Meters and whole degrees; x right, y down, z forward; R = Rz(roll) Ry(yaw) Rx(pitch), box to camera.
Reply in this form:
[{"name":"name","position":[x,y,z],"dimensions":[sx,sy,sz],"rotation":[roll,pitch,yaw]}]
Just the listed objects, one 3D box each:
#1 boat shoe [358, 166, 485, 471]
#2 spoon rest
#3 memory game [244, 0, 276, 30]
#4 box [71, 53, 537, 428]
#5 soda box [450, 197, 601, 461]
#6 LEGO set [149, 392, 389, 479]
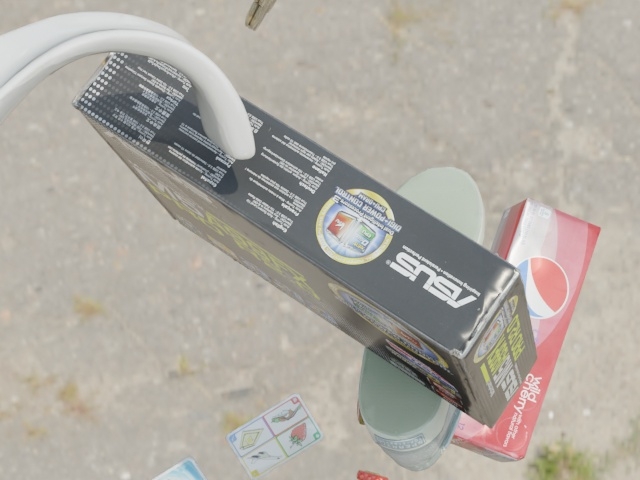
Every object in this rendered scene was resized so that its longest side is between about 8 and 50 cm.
[{"name":"boat shoe","position":[0.072,0.055,1.046],"dimensions":[0.079,0.081,0.227],"rotation":[2,56,16]},{"name":"spoon rest","position":[-0.171,-0.053,0.711],"dimensions":[0.276,0.084,0.137],"rotation":[-15,28,-21]},{"name":"memory game","position":[-0.017,-0.258,1.248],"dimensions":[0.012,0.186,0.186],"rotation":[30,48,-2]},{"name":"box","position":[0.000,0.000,0.894],"dimensions":[0.270,0.216,0.060],"rotation":[33,82,18]},{"name":"soda box","position":[0.202,0.095,1.550],"dimensions":[0.092,0.083,0.263],"rotation":[21,78,-7]},{"name":"LEGO set","position":[-0.026,0.242,1.294],"dimensions":[0.244,0.182,0.060],"rotation":[-31,7,-1]}]
